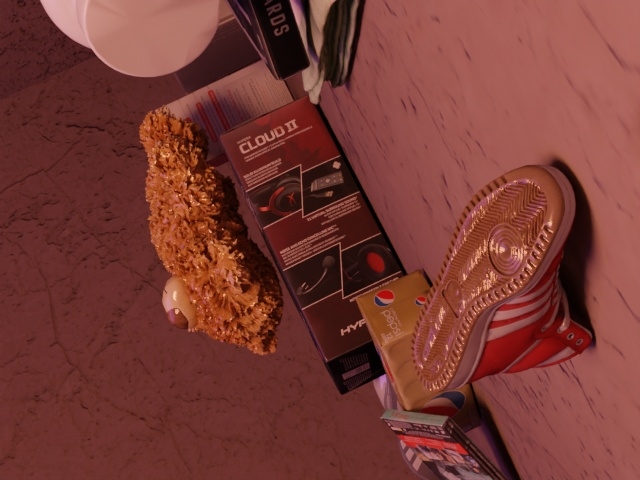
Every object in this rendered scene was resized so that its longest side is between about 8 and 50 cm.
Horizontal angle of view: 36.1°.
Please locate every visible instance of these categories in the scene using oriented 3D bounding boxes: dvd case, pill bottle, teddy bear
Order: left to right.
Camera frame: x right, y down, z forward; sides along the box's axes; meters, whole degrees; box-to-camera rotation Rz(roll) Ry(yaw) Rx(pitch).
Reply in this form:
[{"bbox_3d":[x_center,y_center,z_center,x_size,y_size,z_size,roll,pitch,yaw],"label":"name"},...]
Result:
[{"bbox_3d":[-0.122,-0.174,0.573,0.184,0.103,0.103,58,174,43],"label":"pill bottle"},{"bbox_3d":[-0.151,-0.007,1.116,0.245,0.113,0.338,113,142,-52],"label":"teddy bear"},{"bbox_3d":[-0.084,-0.235,0.628,0.238,0.030,0.179,60,174,40],"label":"dvd case"},{"bbox_3d":[0.115,0.189,0.847,0.119,0.013,0.087,48,154,-19],"label":"dvd case"}]

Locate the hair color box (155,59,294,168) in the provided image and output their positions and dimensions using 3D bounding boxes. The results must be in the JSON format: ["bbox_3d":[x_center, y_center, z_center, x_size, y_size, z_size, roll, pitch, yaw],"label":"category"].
[{"bbox_3d":[-0.117,-0.158,1.272,0.053,0.167,0.093,80,165,-81],"label":"hair color box"}]

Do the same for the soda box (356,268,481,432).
[{"bbox_3d":[0.089,0.108,0.856,0.181,0.061,0.058,67,177,-48],"label":"soda box"}]

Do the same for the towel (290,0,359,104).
[{"bbox_3d":[-0.062,-0.261,0.640,0.248,0.038,0.324,102,143,-85],"label":"towel"}]

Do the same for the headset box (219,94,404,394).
[{"bbox_3d":[0.000,0.000,1.063,0.218,0.110,0.293,73,171,-71],"label":"headset box"}]

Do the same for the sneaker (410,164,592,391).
[{"bbox_3d":[0.084,0.014,0.385,0.042,0.067,0.118,66,148,34],"label":"sneaker"}]

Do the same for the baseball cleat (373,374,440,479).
[{"bbox_3d":[0.128,0.230,1.166,0.206,0.072,0.109,57,167,-22],"label":"baseball cleat"}]

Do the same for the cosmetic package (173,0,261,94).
[{"bbox_3d":[-0.121,-0.241,1.038,0.107,0.127,0.238,64,179,3],"label":"cosmetic package"}]
